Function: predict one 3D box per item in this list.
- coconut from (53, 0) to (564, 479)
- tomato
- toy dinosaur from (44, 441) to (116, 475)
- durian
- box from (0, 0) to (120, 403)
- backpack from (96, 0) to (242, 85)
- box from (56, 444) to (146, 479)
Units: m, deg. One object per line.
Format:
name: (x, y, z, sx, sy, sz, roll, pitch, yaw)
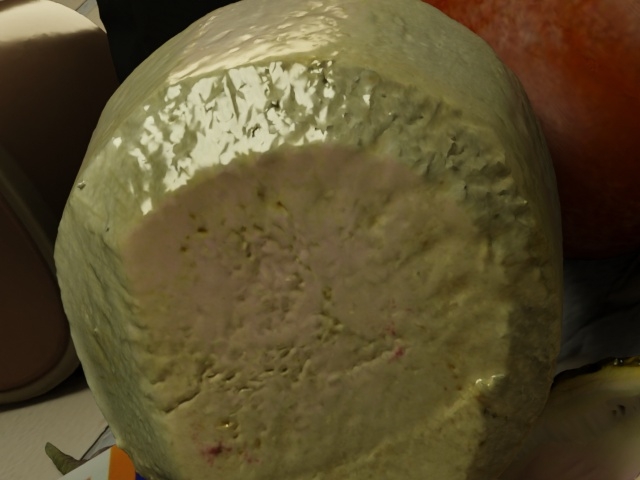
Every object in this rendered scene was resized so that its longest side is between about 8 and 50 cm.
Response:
coconut: (0.000, 0.000, 0.758, 0.239, 0.239, 0.244, -31, 16, 12)
tomato: (0.165, -0.122, 0.890, 0.265, 0.265, 0.265, -30, 24, 15)
toy dinosaur: (-0.120, 0.153, 1.021, 0.251, 0.072, 0.200, -37, 10, 31)
durian: (0.125, 0.128, 0.676, 0.140, 0.078, 0.224, -33, 19, 4)
box: (-0.265, -0.046, 1.296, 0.301, 0.301, 0.216, -17, 25, 38)
backpack: (0.019, -0.200, 1.127, 0.255, 0.363, 0.445, -9, 21, 16)
box: (-0.129, 0.219, 0.826, 0.299, 0.106, 0.200, -32, 23, 9)
